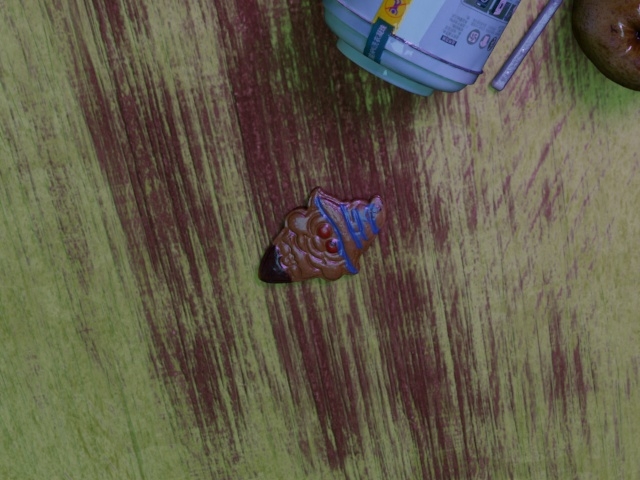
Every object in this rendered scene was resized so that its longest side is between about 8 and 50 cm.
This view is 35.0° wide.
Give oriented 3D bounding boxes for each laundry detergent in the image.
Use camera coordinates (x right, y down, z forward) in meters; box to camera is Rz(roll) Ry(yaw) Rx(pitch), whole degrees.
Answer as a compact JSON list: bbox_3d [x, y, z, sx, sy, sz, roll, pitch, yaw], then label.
[{"bbox_3d":[0.171,-0.402,1.591,0.287,0.287,0.305,26,109,-8],"label":"laundry detergent"}]

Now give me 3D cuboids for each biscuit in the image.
[{"bbox_3d":[0.000,0.000,1.885,0.280,0.043,0.183,-30,104,9],"label":"biscuit"}]

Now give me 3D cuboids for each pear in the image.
[{"bbox_3d":[0.513,-0.354,1.642,0.188,0.211,0.228,-40,104,17],"label":"pear"}]

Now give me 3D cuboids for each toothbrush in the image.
[{"bbox_3d":[0.394,-0.401,1.723,0.025,0.030,0.342,30,108,-9],"label":"toothbrush"}]
